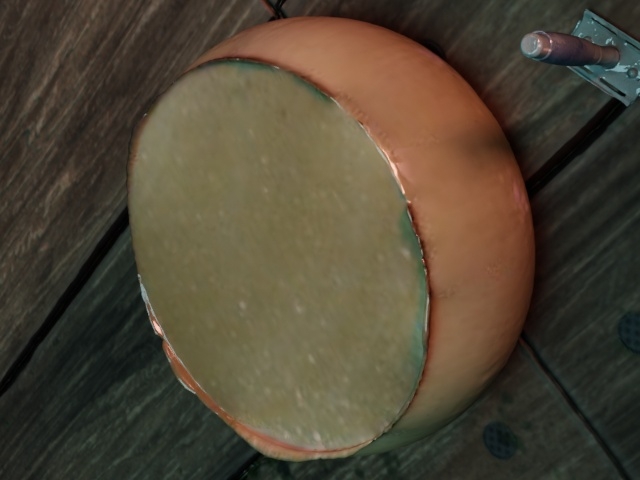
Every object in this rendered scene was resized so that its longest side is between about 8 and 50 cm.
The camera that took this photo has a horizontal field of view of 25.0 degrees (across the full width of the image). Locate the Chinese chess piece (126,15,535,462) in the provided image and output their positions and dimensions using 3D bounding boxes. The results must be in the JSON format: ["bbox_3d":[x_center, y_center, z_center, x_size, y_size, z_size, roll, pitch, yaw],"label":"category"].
[{"bbox_3d":[0.000,0.000,1.098,0.338,0.140,0.338,16,114,38],"label":"Chinese chess piece"}]

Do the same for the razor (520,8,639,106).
[{"bbox_3d":[0.158,-0.118,0.908,0.068,0.135,0.040,38,112,25],"label":"razor"}]
